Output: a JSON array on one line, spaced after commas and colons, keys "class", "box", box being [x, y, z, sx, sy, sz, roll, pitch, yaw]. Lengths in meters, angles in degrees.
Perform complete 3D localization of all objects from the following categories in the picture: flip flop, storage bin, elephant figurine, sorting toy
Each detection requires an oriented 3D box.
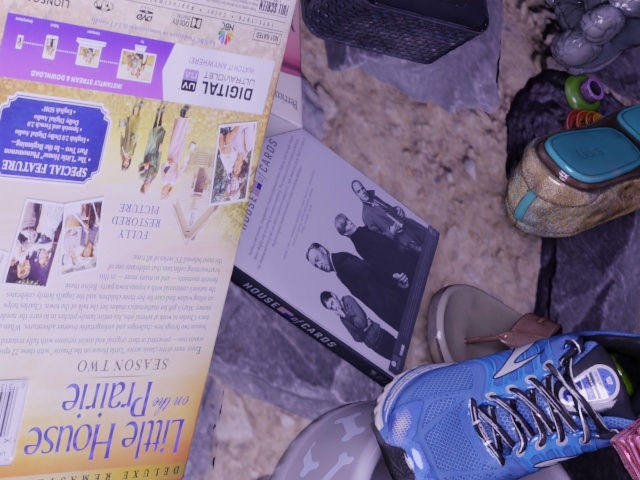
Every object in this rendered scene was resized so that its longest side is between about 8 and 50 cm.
[{"class": "flip flop", "box": [0.212, 0.117, 1.793, 0.277, 0.080, 0.112, 30, 54, -28]}, {"class": "storage bin", "box": [0.072, -0.259, 1.844, 0.180, 0.084, 0.122, 8, 65, -38]}, {"class": "elephant figurine", "box": [0.275, -0.316, 2.013, 0.239, 0.169, 0.186, 60, 14, 20]}, {"class": "sorting toy", "box": [0.300, -0.143, 2.018, 0.061, 0.042, 0.102, 29, 54, -29]}]

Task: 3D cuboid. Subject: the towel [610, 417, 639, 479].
[{"class": "towel", "box": [0.409, 0.201, 1.597, 0.329, 0.037, 0.237, -28, 87, -41]}]

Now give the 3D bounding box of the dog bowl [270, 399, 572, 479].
[{"class": "dog bowl", "box": [0.111, 0.294, 1.610, 0.349, 0.102, 0.348, 19, 58, -35]}]

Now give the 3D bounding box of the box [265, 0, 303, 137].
[{"class": "box", "box": [-0.106, -0.206, 1.565, 0.149, 0.127, 0.232, 19, 64, -53]}]

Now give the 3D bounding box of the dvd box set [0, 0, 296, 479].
[{"class": "dvd box set", "box": [-0.171, -0.019, 1.343, 0.308, 0.062, 0.420, 2, 104, -52]}]

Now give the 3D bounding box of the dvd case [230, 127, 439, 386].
[{"class": "dvd case", "box": [0.000, 0.000, 1.699, 0.239, 0.029, 0.179, 36, 51, -23]}]

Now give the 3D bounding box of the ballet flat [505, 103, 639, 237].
[{"class": "ballet flat", "box": [0.315, -0.072, 1.951, 0.349, 0.123, 0.123, -15, 81, -46]}]

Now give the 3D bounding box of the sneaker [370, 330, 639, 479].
[{"class": "sneaker", "box": [0.177, 0.136, 1.567, 0.330, 0.147, 0.129, -19, 84, -44]}]
